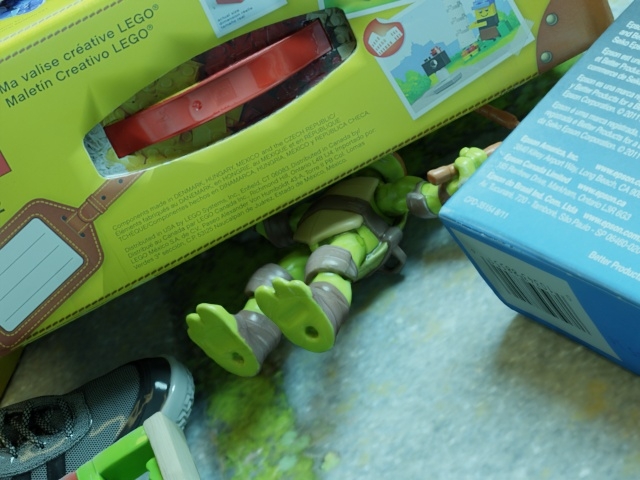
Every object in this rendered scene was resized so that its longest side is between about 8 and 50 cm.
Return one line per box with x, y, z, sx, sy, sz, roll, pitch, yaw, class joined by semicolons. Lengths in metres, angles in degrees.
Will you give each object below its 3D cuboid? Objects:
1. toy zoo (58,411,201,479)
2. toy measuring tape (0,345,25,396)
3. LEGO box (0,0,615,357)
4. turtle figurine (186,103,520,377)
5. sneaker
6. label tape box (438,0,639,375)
-0.185;0.258;1.174;0.293;0.030;0.192;-34;46;9;toy zoo
-0.293;0.086;1.417;0.121;0.121;0.330;-9;46;36;toy measuring tape
-0.108;-0.158;1.320;0.500;0.193;0.372;-28;27;-4;LEGO box
0.000;0.000;1.260;0.269;0.087;0.217;-5;33;36;turtle figurine
-0.223;0.137;1.261;0.268;0.153;0.101;-34;36;9;sneaker
0.265;-0.071;1.081;0.333;0.106;0.240;-47;36;-11;label tape box
